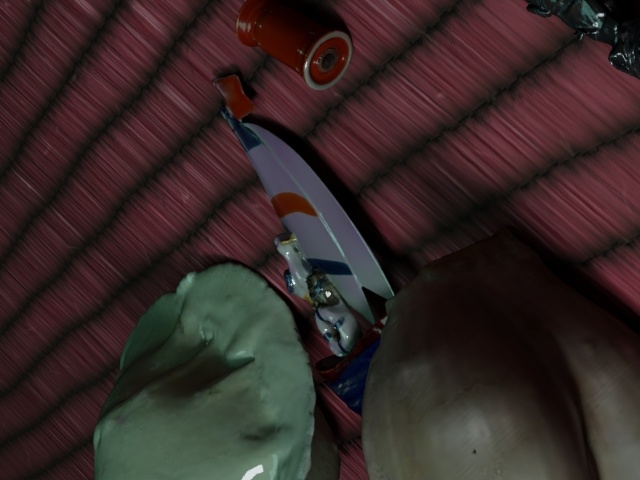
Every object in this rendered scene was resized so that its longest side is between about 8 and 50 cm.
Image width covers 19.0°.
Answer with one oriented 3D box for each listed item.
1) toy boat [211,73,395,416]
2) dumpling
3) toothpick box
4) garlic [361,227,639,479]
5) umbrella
[{"bbox_3d":[0.017,0.012,1.517,0.219,0.072,0.318,12,124,60],"label":"toy boat"},{"bbox_3d":[-0.094,0.182,1.792,0.320,0.270,0.212,5,156,29],"label":"dumpling"},{"bbox_3d":[-0.020,-0.145,1.364,0.083,0.047,0.047,36,151,37],"label":"toothpick box"},{"bbox_3d":[0.145,0.195,1.306,0.246,0.231,0.340,21,135,46],"label":"garlic"},{"bbox_3d":[0.173,-0.113,1.063,0.144,0.040,0.037,37,143,30],"label":"umbrella"}]
